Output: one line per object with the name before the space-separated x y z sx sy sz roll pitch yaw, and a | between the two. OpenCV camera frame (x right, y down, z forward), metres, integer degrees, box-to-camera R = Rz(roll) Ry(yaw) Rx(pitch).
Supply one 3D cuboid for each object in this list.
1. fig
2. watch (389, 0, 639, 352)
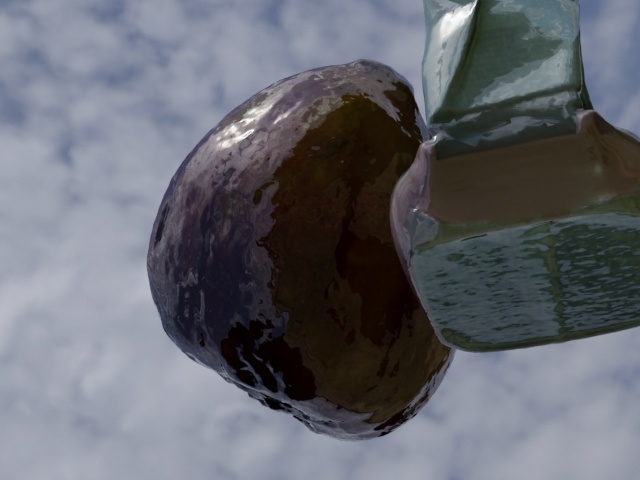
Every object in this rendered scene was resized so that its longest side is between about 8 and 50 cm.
fig | -0.006 0.011 1.165 0.224 0.224 0.263 -17 -70 -38
watch | 0.129 -0.069 1.038 0.253 0.162 0.241 64 -160 -59
